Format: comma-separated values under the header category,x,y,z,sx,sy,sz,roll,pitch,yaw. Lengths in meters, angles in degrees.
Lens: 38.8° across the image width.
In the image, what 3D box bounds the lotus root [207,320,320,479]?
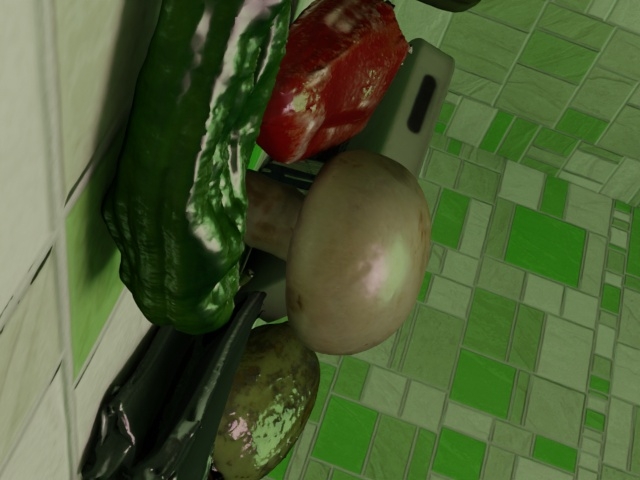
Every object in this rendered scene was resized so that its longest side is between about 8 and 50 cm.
category,x,y,z,sx,sy,sz,roll,pitch,yaw
lotus root,-0.092,0.217,1.287,0.309,0.173,0.173,-51,167,-43

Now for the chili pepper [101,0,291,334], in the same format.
category,x,y,z,sx,sy,sz,roll,pitch,yaw
chili pepper,-0.058,-0.042,0.437,0.100,0.074,0.257,-68,178,-51

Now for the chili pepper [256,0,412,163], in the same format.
category,x,y,z,sx,sy,sz,roll,pitch,yaw
chili pepper,-0.015,-0.133,0.803,0.144,0.136,0.252,-18,-165,28

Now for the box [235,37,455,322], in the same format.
category,x,y,z,sx,sy,sz,roll,pitch,yaw
box,0.030,-0.076,1.313,0.373,0.090,0.367,-29,-145,59

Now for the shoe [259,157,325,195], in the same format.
category,x,y,z,sx,sy,sz,roll,pitch,yaw
shoe,-0.038,-0.049,1.156,0.207,0.092,0.106,-82,-174,-76

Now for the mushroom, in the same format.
category,x,y,z,sx,sy,sz,roll,pitch,yaw
mushroom,0.009,0.012,0.870,0.206,0.209,0.206,176,-90,-82

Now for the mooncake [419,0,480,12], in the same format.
category,x,y,z,sx,sy,sz,roll,pitch,yaw
mooncake,0.224,-0.529,1.386,0.351,0.187,0.351,-163,-90,-77

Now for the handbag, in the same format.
category,x,y,z,sx,sy,sz,roll,pitch,yaw
handbag,-0.137,0.180,0.787,0.260,0.079,0.247,-67,177,-64
